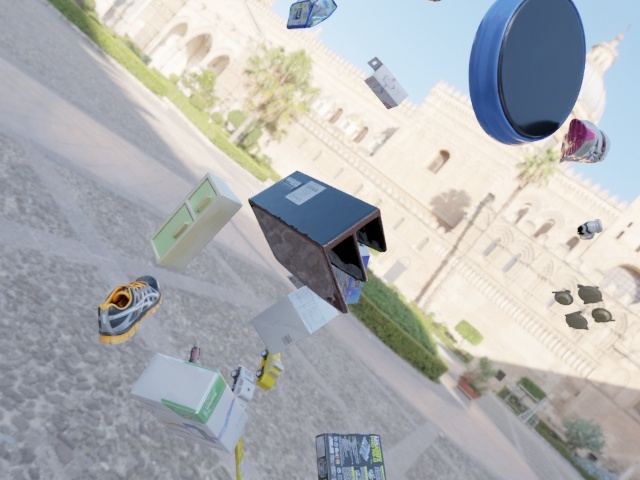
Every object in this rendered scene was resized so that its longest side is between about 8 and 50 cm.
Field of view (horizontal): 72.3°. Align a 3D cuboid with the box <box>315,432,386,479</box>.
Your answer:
[{"bbox_3d":[0.098,0.720,1.302,0.216,0.060,0.270,15,52,-30],"label":"box"}]

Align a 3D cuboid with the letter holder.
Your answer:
[{"bbox_3d":[0.000,0.000,1.002,0.302,0.152,0.214,32,-30,47],"label":"letter holder"}]

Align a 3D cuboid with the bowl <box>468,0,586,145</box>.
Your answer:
[{"bbox_3d":[0.544,-0.440,1.126,0.391,0.391,0.077,42,-10,-32],"label":"bowl"}]

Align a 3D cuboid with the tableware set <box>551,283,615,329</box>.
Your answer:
[{"bbox_3d":[0.802,0.204,1.340,0.141,0.020,0.169,-21,-75,49],"label":"tableware set"}]

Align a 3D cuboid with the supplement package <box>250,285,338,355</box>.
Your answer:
[{"bbox_3d":[-0.085,0.262,1.507,0.149,0.194,0.203,59,31,7],"label":"supplement package"}]

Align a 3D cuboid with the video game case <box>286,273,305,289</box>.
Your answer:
[{"bbox_3d":[-0.063,0.206,2.108,0.157,0.143,0.019,53,37,-32],"label":"video game case"}]

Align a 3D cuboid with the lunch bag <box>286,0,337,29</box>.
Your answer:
[{"bbox_3d":[-0.040,-0.799,1.537,0.129,0.151,0.096,25,-15,48],"label":"lunch bag"}]

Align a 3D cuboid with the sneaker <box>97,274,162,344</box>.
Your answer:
[{"bbox_3d":[-0.399,0.125,0.926,0.215,0.084,0.083,-90,178,-65],"label":"sneaker"}]

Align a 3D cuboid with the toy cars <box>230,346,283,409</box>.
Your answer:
[{"bbox_3d":[-0.258,0.574,1.834,0.393,0.087,0.176,-23,97,-60],"label":"toy cars"}]

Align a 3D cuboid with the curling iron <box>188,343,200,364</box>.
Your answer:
[{"bbox_3d":[-0.453,0.483,1.511,0.035,0.068,0.274,8,43,-8],"label":"curling iron"}]

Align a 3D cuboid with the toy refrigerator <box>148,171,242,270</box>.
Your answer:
[{"bbox_3d":[-0.346,-0.049,1.192,0.094,0.269,0.102,27,24,-53],"label":"toy refrigerator"}]

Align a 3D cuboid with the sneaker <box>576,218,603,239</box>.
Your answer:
[{"bbox_3d":[0.605,-0.024,1.002,0.109,0.043,0.040,38,42,-68],"label":"sneaker"}]

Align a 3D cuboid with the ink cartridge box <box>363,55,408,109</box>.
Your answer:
[{"bbox_3d":[0.245,-0.621,1.738,0.198,0.067,0.115,46,-4,-15],"label":"ink cartridge box"}]

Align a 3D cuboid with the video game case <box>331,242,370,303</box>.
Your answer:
[{"bbox_3d":[0.107,0.067,1.689,0.269,0.061,0.244,99,-19,-44],"label":"video game case"}]

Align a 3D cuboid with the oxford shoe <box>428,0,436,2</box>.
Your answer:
[{"bbox_3d":[0.301,-0.700,1.213,0.076,0.076,0.212,50,40,3],"label":"oxford shoe"}]

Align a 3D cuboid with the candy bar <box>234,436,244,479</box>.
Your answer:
[{"bbox_3d":[-0.212,0.551,1.133,0.018,0.161,0.040,0,9,9],"label":"candy bar"}]

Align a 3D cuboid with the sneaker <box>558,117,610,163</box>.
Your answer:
[{"bbox_3d":[0.721,-0.263,1.179,0.111,0.103,0.252,9,6,22],"label":"sneaker"}]

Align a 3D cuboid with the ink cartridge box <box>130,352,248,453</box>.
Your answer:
[{"bbox_3d":[-0.255,0.334,0.890,0.154,0.093,0.212,9,-40,19],"label":"ink cartridge box"}]
